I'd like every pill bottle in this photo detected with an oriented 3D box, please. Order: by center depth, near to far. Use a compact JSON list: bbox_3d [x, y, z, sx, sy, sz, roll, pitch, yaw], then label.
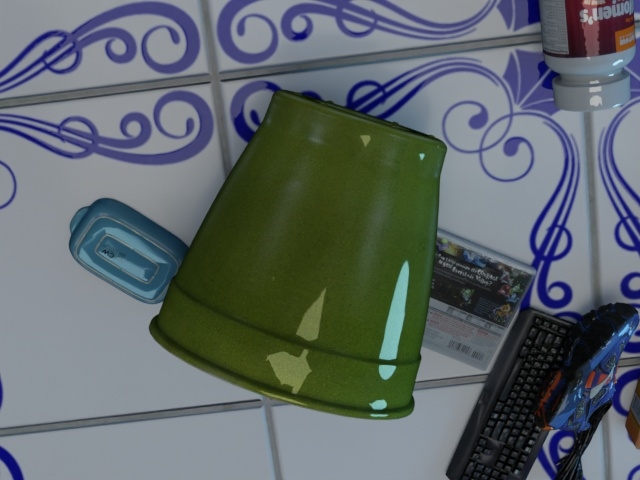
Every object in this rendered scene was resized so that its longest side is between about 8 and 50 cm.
[{"bbox_3d":[0.346,-0.287,1.703,0.121,0.121,0.221,-8,110,3],"label":"pill bottle"}]

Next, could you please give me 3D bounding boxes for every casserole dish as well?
[{"bbox_3d":[-0.272,0.021,1.862,0.188,0.037,0.114,33,106,-10],"label":"casserole dish"}]

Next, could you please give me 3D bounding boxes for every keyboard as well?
[{"bbox_3d":[0.332,0.266,1.953,0.202,0.033,0.317,19,110,-7],"label":"keyboard"}]

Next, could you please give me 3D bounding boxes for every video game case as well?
[{"bbox_3d":[0.189,0.081,1.891,0.190,0.022,0.173,22,109,-7],"label":"video game case"}]

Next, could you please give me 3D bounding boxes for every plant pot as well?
[{"bbox_3d":[0.000,0.000,1.714,0.367,0.366,0.353,16,98,-6],"label":"plant pot"}]

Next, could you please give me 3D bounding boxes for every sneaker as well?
[{"bbox_3d":[0.391,0.183,1.876,0.087,0.083,0.221,21,113,-25],"label":"sneaker"}]

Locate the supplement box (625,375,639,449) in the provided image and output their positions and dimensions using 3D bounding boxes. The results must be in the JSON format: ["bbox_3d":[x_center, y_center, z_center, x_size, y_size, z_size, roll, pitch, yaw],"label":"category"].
[{"bbox_3d":[0.515,0.192,1.902,0.078,0.080,0.233,11,111,-5],"label":"supplement box"}]
